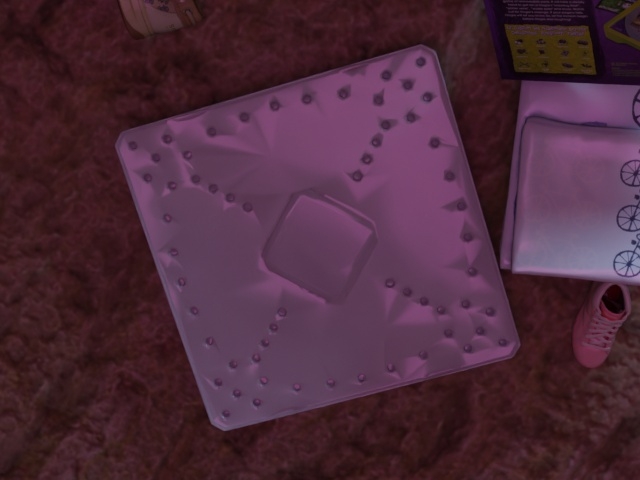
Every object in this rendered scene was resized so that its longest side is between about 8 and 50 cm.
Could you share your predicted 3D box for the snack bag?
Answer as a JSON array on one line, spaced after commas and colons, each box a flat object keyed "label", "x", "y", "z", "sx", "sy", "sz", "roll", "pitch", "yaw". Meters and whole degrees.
[{"label": "snack bag", "x": 0.376, "y": -0.116, "z": 1.746, "sx": 0.323, "sy": 0.037, "sz": 0.342, "roll": 6, "pitch": 85, "yaw": 5}]

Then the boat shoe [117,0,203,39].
[{"label": "boat shoe", "x": -0.204, "y": -0.371, "z": 1.765, "sx": 0.089, "sy": 0.104, "sz": 0.285, "roll": -11, "pitch": 115, "yaw": 3}]

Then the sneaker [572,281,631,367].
[{"label": "sneaker", "x": 0.331, "y": 0.096, "z": 1.856, "sx": 0.051, "sy": 0.070, "sz": 0.134, "roll": 13, "pitch": 107, "yaw": -1}]

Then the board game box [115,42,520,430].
[{"label": "board game box", "x": 0.000, "y": 0.000, "z": 1.870, "sx": 0.390, "sy": 0.050, "sz": 0.390, "roll": -15, "pitch": 104, "yaw": 9}]

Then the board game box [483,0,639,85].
[{"label": "board game box", "x": 0.340, "y": -0.240, "z": 1.612, "sx": 0.347, "sy": 0.056, "sz": 0.208, "roll": 5, "pitch": 150, "yaw": 21}]
